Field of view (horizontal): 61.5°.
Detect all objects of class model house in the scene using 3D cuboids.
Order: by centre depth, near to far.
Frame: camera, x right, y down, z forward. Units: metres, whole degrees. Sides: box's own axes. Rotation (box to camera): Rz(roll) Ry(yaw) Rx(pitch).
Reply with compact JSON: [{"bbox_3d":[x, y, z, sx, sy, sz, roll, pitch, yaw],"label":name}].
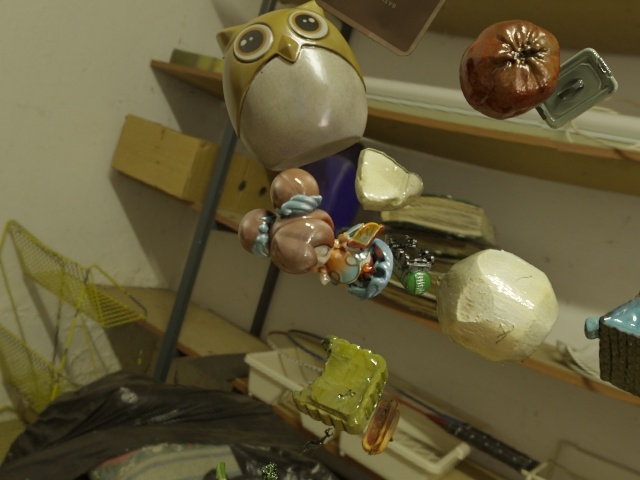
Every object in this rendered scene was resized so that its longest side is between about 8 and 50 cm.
[{"bbox_3d":[0.853,0.257,1.359,0.339,0.297,0.360,-7,-41,22],"label":"model house"}]

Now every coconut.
[{"bbox_3d":[0.541,0.194,1.714,0.360,0.346,0.346,33,5,10],"label":"coconut"}]

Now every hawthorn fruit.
[{"bbox_3d":[0.495,-0.441,1.422,0.258,0.258,0.262,17,-26,16],"label":"hawthorn fruit"}]

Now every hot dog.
[{"bbox_3d":[0.233,0.685,1.987,0.104,0.076,0.250,-6,27,30],"label":"hot dog"}]

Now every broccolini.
[{"bbox_3d":[-0.172,0.534,1.219,0.062,0.123,0.271,53,-26,-19],"label":"broccolini"}]

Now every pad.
[{"bbox_3d":[0.130,-0.545,1.200,0.266,0.176,0.002,28,34,-10],"label":"pad"}]

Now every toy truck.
[{"bbox_3d":[0.274,0.071,1.706,0.101,0.125,0.242,1,24,-14],"label":"toy truck"}]

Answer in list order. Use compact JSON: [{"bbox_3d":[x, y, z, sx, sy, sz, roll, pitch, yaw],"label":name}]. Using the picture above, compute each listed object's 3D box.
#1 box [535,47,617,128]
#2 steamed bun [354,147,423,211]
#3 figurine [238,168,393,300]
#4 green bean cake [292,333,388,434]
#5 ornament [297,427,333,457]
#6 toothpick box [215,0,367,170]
[{"bbox_3d":[0.786,-0.471,1.680,0.162,0.227,0.130,58,33,5],"label":"box"},{"bbox_3d":[0.202,-0.157,1.646,0.212,0.231,0.110,16,-38,-8],"label":"steamed bun"},{"bbox_3d":[0.001,0.000,1.468,0.388,0.276,0.248,20,31,-39],"label":"figurine"},{"bbox_3d":[0.055,0.408,1.551,0.233,0.236,0.124,17,-31,23],"label":"green bean cake"},{"bbox_3d":[-0.010,0.594,1.589,0.073,0.125,0.028,24,24,-51],"label":"ornament"},{"bbox_3d":[-0.082,-0.449,1.567,0.409,0.425,0.409,-20,0,0],"label":"toothpick box"}]
